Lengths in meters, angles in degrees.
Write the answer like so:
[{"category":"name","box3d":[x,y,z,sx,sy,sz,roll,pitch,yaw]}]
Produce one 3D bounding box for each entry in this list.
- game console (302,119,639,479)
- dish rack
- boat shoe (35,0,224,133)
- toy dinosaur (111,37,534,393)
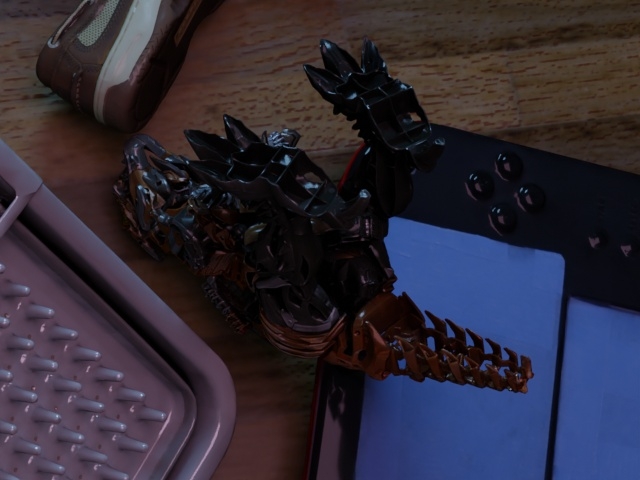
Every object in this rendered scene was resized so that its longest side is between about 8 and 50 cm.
[{"category":"game console","box3d":[0.157,0.122,1.360,0.342,0.060,0.387,12,73,-13]},{"category":"dish rack","box3d":[-0.220,0.118,1.179,0.333,0.072,0.285,47,63,-36]},{"category":"boat shoe","box3d":[-0.119,-0.199,1.352,0.095,0.095,0.257,22,60,13]},{"category":"toy dinosaur","box3d":[0.000,0.000,1.246,0.322,0.218,0.164,15,43,11]}]
